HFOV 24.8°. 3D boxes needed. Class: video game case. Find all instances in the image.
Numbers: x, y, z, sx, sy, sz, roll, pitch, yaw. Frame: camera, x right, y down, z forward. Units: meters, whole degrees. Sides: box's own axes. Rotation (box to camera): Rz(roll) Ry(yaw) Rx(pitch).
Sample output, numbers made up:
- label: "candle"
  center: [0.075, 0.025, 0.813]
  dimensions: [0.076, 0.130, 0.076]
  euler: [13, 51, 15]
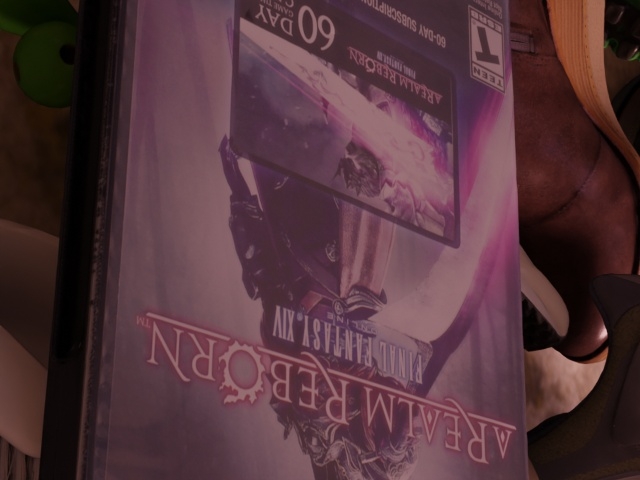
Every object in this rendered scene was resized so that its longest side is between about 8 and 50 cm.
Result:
- label: "video game case"
  center: [0.000, 0.000, 0.483]
  dimensions: [0.196, 0.026, 0.274]
  euler: [21, 59, -41]

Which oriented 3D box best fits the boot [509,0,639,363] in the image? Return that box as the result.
- label: "boot"
  center: [0.064, -0.052, 0.722]
  dimensions: [0.207, 0.090, 0.248]
  euler: [-6, 91, -36]

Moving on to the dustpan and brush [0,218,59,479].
- label: "dustpan and brush"
  center: [-0.124, 0.022, 0.442]
  dimensions: [0.147, 0.211, 0.060]
  euler: [-28, 148, -41]

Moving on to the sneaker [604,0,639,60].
- label: "sneaker"
  center: [0.227, -0.151, 0.834]
  dimensions: [0.343, 0.134, 0.146]
  euler: [50, 40, -7]

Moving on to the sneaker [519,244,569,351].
- label: "sneaker"
  center: [0.061, -0.024, 0.638]
  dimensions: [0.161, 0.057, 0.075]
  euler: [43, 62, -10]

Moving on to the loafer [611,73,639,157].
- label: "loafer"
  center: [0.238, -0.070, 0.897]
  dimensions: [0.096, 0.084, 0.267]
  euler: [57, 47, -26]

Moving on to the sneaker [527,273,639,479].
- label: "sneaker"
  center: [0.134, 0.148, 0.683]
  dimensions: [0.111, 0.121, 0.300]
  euler: [-1, 118, -60]

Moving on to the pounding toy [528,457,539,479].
- label: "pounding toy"
  center: [-0.002, 0.094, 0.606]
  dimensions: [0.183, 0.110, 0.237]
  euler: [37, 28, -28]

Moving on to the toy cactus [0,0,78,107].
- label: "toy cactus"
  center: [-0.070, -0.057, 0.556]
  dimensions: [0.180, 0.112, 0.219]
  euler: [-17, 94, -68]
